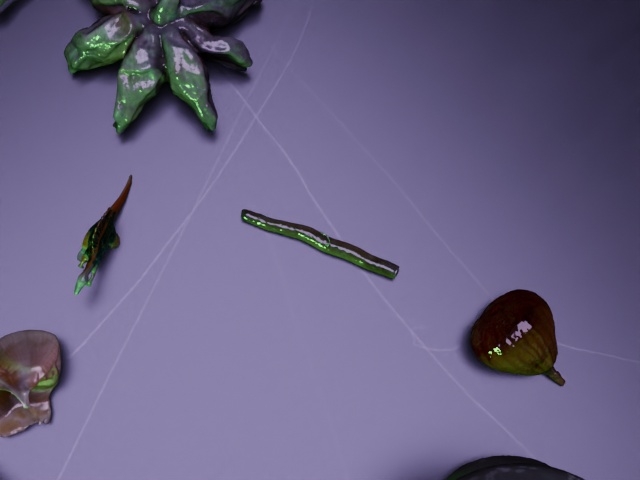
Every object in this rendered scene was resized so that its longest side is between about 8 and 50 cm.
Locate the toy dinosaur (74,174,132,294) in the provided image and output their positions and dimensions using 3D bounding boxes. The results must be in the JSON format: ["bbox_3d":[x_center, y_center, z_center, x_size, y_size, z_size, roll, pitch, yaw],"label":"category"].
[{"bbox_3d":[-0.294,-0.012,1.927,0.044,0.106,0.187,28,81,1],"label":"toy dinosaur"}]

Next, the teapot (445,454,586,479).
[{"bbox_3d":[0.211,0.425,1.764,0.376,0.362,0.305,-29,88,4],"label":"teapot"}]

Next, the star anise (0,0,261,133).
[{"bbox_3d":[-0.242,-0.287,1.957,0.359,0.139,0.315,-26,77,-7],"label":"star anise"}]

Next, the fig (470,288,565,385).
[{"bbox_3d":[0.277,0.131,1.955,0.119,0.153,0.119,-17,60,32],"label":"fig"}]

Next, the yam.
[{"bbox_3d":[0.000,0.001,1.980,0.234,0.029,0.027,21,92,1],"label":"yam"}]

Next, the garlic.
[{"bbox_3d":[-0.422,0.189,1.898,0.175,0.099,0.124,-18,68,-5],"label":"garlic"}]
